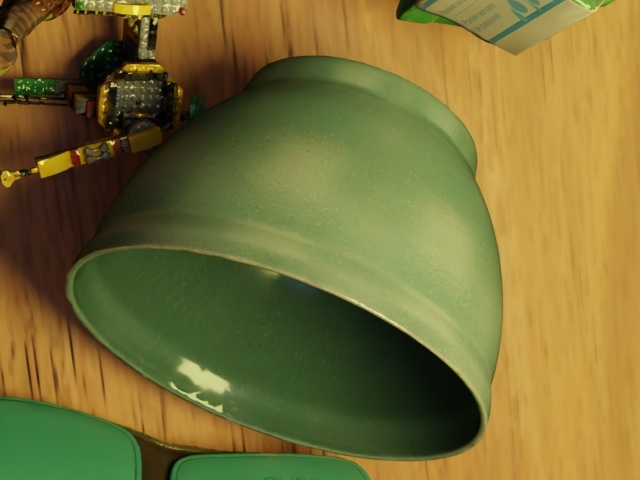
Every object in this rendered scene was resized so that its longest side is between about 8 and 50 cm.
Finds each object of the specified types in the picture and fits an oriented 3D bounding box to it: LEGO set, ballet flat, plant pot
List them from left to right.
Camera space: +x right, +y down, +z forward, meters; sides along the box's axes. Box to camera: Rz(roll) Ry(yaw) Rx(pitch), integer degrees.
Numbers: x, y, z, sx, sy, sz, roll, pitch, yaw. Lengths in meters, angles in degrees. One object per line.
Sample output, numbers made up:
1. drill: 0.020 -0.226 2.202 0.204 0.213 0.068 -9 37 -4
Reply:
1. LEGO set: -0.204 -0.148 1.017 0.331 0.192 0.255 9 109 -24
2. ballet flat: -0.130 0.200 1.172 0.349 0.123 0.123 10 95 -10
3. plant pot: 0.000 0.000 1.098 0.293 0.293 0.196 27 64 -13

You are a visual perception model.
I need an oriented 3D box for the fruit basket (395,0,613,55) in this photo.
1. fruit basket: 0.043 -0.248 1.032 0.353 0.327 0.165 16 80 -14
